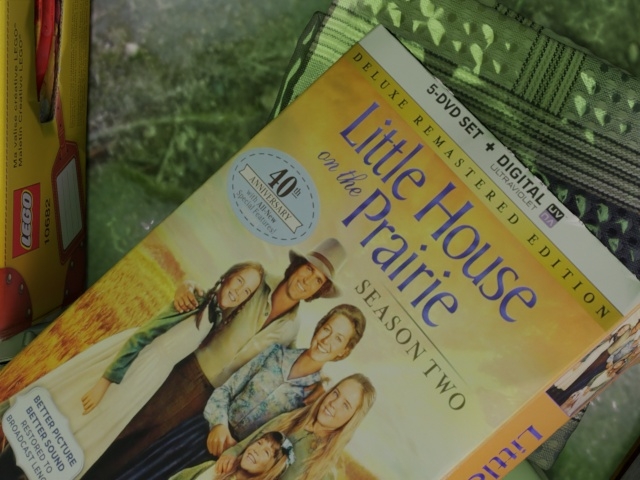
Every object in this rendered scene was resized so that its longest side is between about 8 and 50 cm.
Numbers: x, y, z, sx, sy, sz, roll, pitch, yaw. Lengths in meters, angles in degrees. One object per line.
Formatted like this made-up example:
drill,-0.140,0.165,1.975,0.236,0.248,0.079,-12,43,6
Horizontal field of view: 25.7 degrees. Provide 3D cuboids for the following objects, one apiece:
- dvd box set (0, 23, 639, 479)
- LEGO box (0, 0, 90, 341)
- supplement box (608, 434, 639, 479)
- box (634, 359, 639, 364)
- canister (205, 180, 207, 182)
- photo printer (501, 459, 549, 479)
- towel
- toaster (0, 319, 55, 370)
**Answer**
dvd box set,-0.024,0.088,0.934,0.420,0.062,0.307,-42,54,5
LEGO box,-0.388,-0.194,1.120,0.372,0.193,0.500,4,100,10
supplement box,0.290,0.257,1.010,0.191,0.194,0.129,29,122,5
box,0.199,0.034,1.124,0.201,0.021,0.164,-26,93,15
canister,0.000,0.000,1.136,0.126,0.073,0.170,-26,95,13
photo printer,0.073,0.306,1.152,0.307,0.107,0.256,-20,93,14
towel,0.101,-0.025,1.071,0.324,0.056,0.312,26,96,-4
toaster,-0.221,0.166,1.163,0.146,0.129,0.227,-16,129,11
